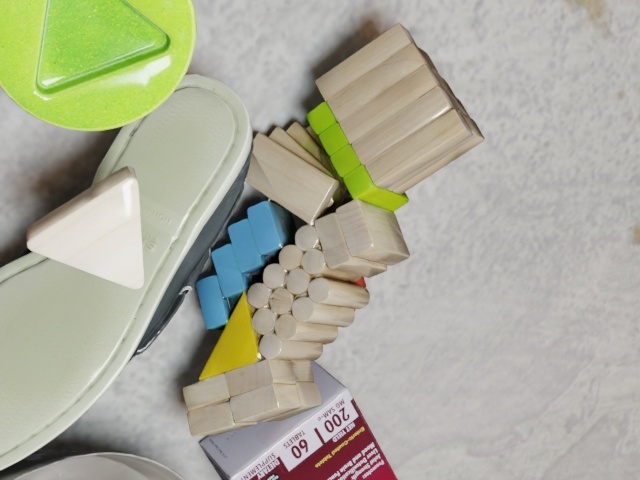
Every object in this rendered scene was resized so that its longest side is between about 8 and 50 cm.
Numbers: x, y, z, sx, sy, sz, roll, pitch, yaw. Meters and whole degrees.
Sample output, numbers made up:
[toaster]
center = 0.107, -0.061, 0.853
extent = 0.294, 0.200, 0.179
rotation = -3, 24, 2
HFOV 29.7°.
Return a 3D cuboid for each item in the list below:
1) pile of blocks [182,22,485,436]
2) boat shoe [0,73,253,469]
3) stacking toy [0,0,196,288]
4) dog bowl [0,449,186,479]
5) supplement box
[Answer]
[pile of blocks]
center = 0.000, 0.000, 0.998
extent = 0.362, 0.149, 0.112
rotation = -57, 156, 8
[boat shoe]
center = -0.165, 0.034, 0.907
extent = 0.340, 0.127, 0.113
rotation = -59, 168, -8
[stacking toy]
center = -0.238, -0.107, 0.795
extent = 0.279, 0.130, 0.309
rotation = 3, 117, -18
[dog bowl]
center = -0.226, 0.320, 0.922
extent = 0.348, 0.102, 0.349
rotation = -11, 105, -46
[supplement box]
center = 0.005, 0.241, 1.098
extent = 0.130, 0.073, 0.239
rotation = -37, 122, -14
